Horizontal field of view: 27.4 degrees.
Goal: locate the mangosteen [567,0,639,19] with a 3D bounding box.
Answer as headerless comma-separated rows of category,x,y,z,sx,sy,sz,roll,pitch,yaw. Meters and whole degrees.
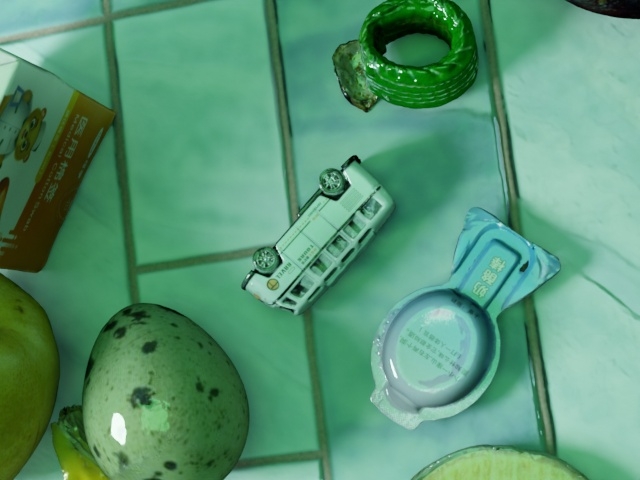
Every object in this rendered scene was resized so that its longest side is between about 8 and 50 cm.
mangosteen,0.333,-0.374,1.300,0.330,0.330,0.330,-2,82,13

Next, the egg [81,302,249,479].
egg,-0.171,0.171,1.419,0.177,0.177,0.228,-26,61,9

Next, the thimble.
thimble,0.105,-0.207,1.439,0.130,0.090,0.118,-18,74,3

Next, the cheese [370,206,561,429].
cheese,0.144,0.091,1.415,0.135,0.052,0.244,35,91,13

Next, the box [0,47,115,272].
box,-0.367,-0.094,1.415,0.143,0.341,0.225,25,90,7

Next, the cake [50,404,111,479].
cake,-0.223,0.269,1.454,0.116,0.080,0.184,-7,91,10

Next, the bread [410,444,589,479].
bread,0.192,0.342,1.375,0.267,0.040,0.267,-2,81,14

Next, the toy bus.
toy bus,0.000,0.000,1.446,0.089,0.087,0.194,41,92,5

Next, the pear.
pear,-0.440,0.160,1.416,0.314,0.314,0.314,-2,82,13

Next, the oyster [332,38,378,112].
oyster,0.043,-0.186,1.492,0.054,0.019,0.083,-16,88,-10
